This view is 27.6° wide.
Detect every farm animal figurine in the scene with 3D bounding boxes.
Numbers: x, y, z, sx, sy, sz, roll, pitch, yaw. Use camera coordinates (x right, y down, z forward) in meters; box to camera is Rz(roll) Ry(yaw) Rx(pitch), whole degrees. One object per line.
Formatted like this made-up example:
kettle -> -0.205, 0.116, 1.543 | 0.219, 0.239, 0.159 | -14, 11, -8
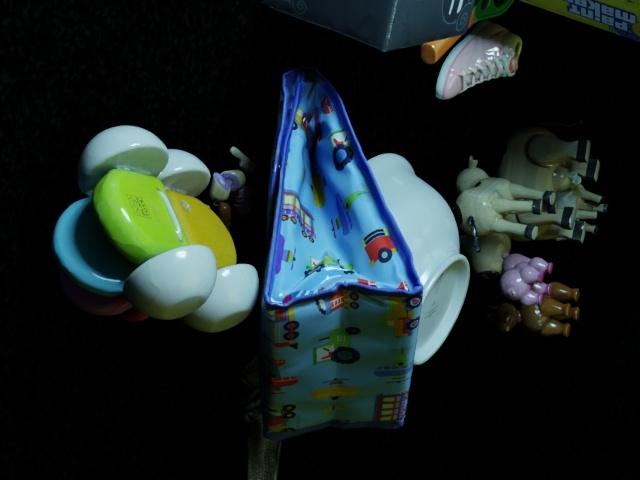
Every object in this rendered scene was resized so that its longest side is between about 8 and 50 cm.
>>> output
farm animal figurine -> 0.269, -0.034, 1.808 | 0.327, 0.172, 0.330 | -66, 151, -28

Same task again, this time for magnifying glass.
magnifying glass -> 0.188, -0.285, 1.567 | 0.231, 0.026, 0.092 | -49, 151, -35

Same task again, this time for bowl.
bowl -> 0.086, 0.058, 1.545 | 0.298, 0.134, 0.298 | -46, 150, -37

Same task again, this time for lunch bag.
lunch bag -> 0.000, 0.000, 1.210 | 0.221, 0.138, 0.293 | 93, -9, -51

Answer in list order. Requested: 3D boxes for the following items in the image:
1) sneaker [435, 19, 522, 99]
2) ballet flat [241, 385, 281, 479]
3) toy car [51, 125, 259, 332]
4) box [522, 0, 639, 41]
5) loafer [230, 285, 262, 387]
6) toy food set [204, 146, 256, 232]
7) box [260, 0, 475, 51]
sneaker -> 0.199, -0.215, 1.594 | 0.134, 0.070, 0.051 | -50, 153, -28
ballet flat -> -0.076, 0.254, 1.506 | 0.084, 0.058, 0.250 | -92, -168, -53
toy car -> -0.147, 0.007, 1.056 | 0.136, 0.159, 0.182 | -31, 160, 13
box -> 0.336, -0.397, 1.433 | 0.279, 0.290, 0.177 | -54, 153, -21
loafer -> -0.034, 0.052, 1.389 | 0.078, 0.076, 0.223 | 35, 87, -28
toy food set -> -0.094, -0.025, 1.244 | 0.122, 0.019, 0.078 | -63, 155, -5
box -> 0.070, -0.322, 1.147 | 0.165, 0.143, 0.270 | -22, 131, -54
